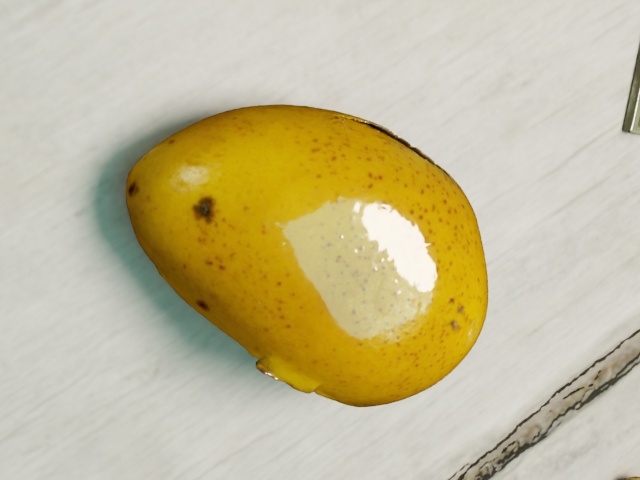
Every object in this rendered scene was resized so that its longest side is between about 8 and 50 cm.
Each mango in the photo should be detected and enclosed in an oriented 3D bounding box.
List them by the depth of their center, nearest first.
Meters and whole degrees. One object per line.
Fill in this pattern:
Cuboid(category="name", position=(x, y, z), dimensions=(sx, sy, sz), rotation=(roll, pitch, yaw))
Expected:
Cuboid(category="mango", position=(0.000, 0.000, 0.693), dimensions=(0.290, 0.160, 0.191), rotation=(26, 98, -18))

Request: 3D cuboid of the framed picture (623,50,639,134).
Cuboid(category="framed picture", position=(0.363, -0.192, 0.876), dimensions=(0.150, 0.015, 0.203), rotation=(3, 103, -24))

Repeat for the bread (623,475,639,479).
Cuboid(category="bread", position=(0.349, 0.305, 0.978), dimensions=(0.157, 0.052, 0.044), rotation=(58, 45, -25))
